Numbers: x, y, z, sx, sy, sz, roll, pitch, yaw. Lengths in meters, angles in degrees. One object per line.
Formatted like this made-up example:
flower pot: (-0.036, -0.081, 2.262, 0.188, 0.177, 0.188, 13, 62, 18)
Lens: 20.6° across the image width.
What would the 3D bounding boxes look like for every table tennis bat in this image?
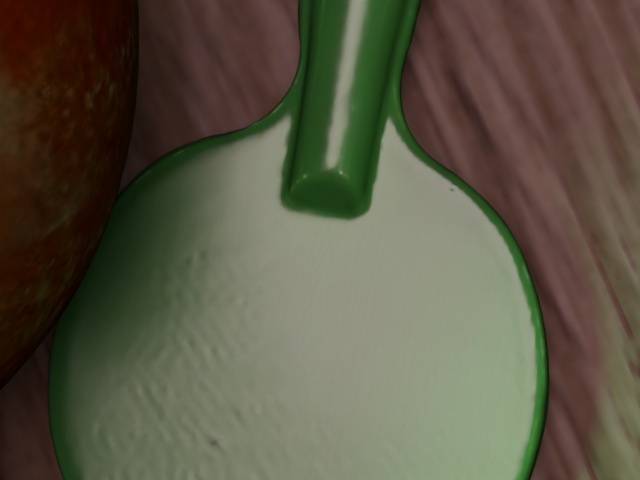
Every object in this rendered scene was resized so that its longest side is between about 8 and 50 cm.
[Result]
table tennis bat: (0.000, 0.000, 0.563, 0.160, 0.039, 0.257, 10, 92, 6)

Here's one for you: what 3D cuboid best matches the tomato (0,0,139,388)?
tomato: (-0.177, -0.067, 0.480, 0.270, 0.270, 0.223, 9, 46, 5)
